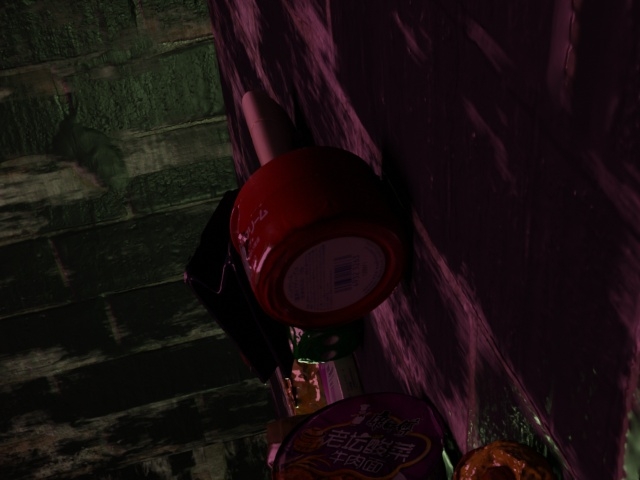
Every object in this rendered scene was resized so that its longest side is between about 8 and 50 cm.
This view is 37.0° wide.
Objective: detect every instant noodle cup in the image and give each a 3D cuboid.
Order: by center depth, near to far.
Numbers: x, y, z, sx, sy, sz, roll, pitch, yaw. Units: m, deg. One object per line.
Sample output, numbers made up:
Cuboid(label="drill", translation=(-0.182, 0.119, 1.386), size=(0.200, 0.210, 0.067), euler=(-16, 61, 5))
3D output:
Cuboid(label="instant noodle cup", translation=(0.077, 0.364, 1.344), size=(0.251, 0.251, 0.190), euler=(-122, 12, -64))

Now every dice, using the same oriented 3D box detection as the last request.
Cuboid(label="dice", translation=(0.000, 0.146, 1.782), size=(0.120, 0.131, 0.128), euler=(90, 166, -54))

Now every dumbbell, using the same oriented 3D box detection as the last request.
Cuboid(label="dumbbell", translation=(-0.028, -0.172, 1.808), size=(0.036, 0.040, 0.083), euler=(-53, 42, 35))

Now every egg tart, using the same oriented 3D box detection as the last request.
Cuboid(label="egg tart", translation=(-0.025, 0.332, 2.237), size=(0.315, 0.120, 0.315), euler=(167, 90, -82))

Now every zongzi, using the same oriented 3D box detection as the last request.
Cuboid(label="zongzi", translation=(0.066, 0.403, 1.898), size=(0.251, 0.274, 0.125), euler=(26, -128, -50))

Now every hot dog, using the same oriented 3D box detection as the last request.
Cuboid(label="hot dog", translation=(0.179, 0.289, 0.999), size=(0.261, 0.093, 0.123), euler=(87, 167, -47))

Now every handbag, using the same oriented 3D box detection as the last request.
Cuboid(label="handbag", translation=(-0.116, 0.080, 1.905), size=(0.329, 0.122, 0.303), euler=(63, -151, -28))

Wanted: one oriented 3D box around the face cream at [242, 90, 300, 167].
Cuboid(label="face cream", translation=(-0.061, -0.128, 1.850), size=(0.173, 0.081, 0.348), euler=(46, -161, -48))

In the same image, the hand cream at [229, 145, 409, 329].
Cuboid(label="hand cream", translation=(0.000, 0.000, 1.297), size=(0.230, 0.230, 0.149), euler=(86, 164, -44))

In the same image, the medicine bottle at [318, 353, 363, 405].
Cuboid(label="medicine bottle", translation=(0.041, 0.285, 1.988), size=(0.201, 0.052, 0.171), euler=(109, 147, -70))
